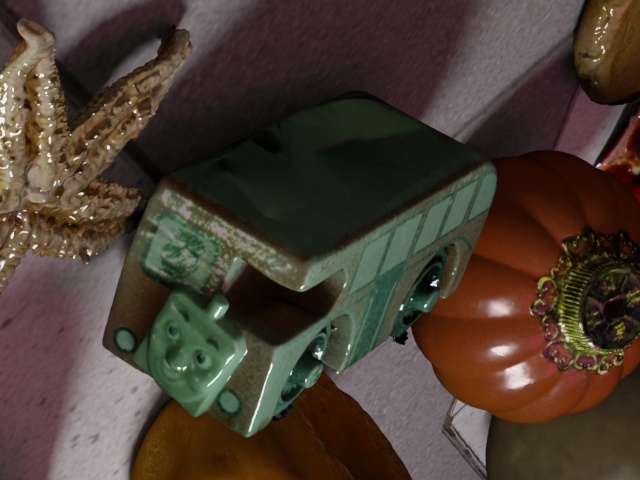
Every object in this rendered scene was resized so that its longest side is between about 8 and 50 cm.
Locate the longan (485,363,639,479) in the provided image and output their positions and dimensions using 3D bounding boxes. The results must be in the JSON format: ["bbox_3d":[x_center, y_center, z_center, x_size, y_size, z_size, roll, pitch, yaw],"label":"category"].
[{"bbox_3d":[0.319,0.225,1.860,0.319,0.319,0.319,-40,154,-24],"label":"longan"}]

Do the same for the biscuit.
[{"bbox_3d":[0.285,-0.207,1.467,0.226,0.042,0.226,-38,152,-25],"label":"biscuit"}]

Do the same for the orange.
[{"bbox_3d":[-0.033,0.212,1.290,0.183,0.249,0.249,-40,159,14],"label":"orange"}]

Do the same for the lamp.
[{"bbox_3d":[0.173,0.037,1.431,0.223,0.196,0.223,-7,102,-32],"label":"lamp"}]

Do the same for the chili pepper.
[{"bbox_3d":[0.363,-0.097,1.695,0.252,0.136,0.144,-34,125,-50],"label":"chili pepper"}]

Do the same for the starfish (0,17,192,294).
[{"bbox_3d":[-0.148,-0.018,0.964,0.231,0.048,0.295,-26,150,-47],"label":"starfish"}]

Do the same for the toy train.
[{"bbox_3d":[0.000,0.000,1.130,0.326,0.129,0.159,-29,145,-55],"label":"toy train"}]
